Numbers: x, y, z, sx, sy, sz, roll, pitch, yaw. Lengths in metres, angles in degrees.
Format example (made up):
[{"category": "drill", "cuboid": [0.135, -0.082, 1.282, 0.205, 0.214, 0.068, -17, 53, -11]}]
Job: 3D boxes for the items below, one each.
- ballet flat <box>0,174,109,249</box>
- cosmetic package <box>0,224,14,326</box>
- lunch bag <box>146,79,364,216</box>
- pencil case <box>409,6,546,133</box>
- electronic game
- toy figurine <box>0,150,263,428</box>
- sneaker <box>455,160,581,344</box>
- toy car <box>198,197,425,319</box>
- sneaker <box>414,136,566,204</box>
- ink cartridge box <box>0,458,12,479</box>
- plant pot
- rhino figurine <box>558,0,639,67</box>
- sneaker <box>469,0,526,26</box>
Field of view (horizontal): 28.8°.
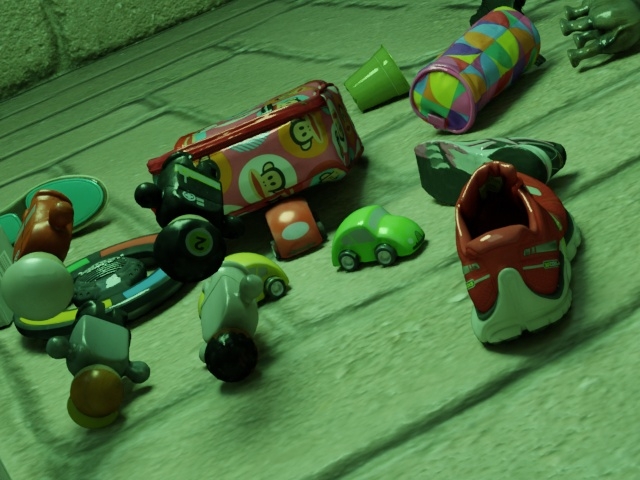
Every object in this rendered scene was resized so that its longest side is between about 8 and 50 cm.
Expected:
[{"category": "ballet flat", "cuboid": [-0.407, -0.028, 1.774, 0.248, 0.086, 0.086, -20, 19, 7]}, {"category": "cosmetic package", "cuboid": [-0.495, 0.076, 1.541, 0.238, 0.107, 0.127, -21, 19, 10]}, {"category": "lunch bag", "cuboid": [-0.089, -0.095, 1.507, 0.258, 0.120, 0.293, -22, 7, 10]}, {"category": "pencil case", "cuboid": [0.206, -0.221, 1.620, 0.104, 0.104, 0.236, -6, 22, 38]}, {"category": "electronic game", "cuboid": [-0.243, 0.048, 1.428, 0.229, 0.048, 0.229, -19, 19, 7]}, {"category": "toy figurine", "cuboid": [-0.159, 0.048, 1.106, 0.213, 0.209, 0.148, -14, 36, 2]}, {"category": "sneaker", "cuboid": [0.165, -0.020, 1.076, 0.107, 0.118, 0.279, -17, 20, 11]}, {"category": "toy car", "cuboid": [0.000, 0.000, 1.295, 0.225, 0.053, 0.239, -10, 22, 29]}, {"category": "sneaker", "cuboid": [0.183, -0.078, 1.320, 0.178, 0.072, 0.077, 10, 24, 43]}, {"category": "ink cartridge box", "cuboid": [-0.393, 0.143, 0.936, 0.226, 0.306, 0.131, -31, 21, -27]}, {"category": "plant pot", "cuboid": [0.079, -0.229, 1.812, 0.079, 0.083, 0.083, -33, 19, 3]}, {"category": "rhino figurine", "cuboid": [0.388, -0.304, 1.683, 0.106, 0.073, 0.243, -18, 18, 21]}, {"category": "sneaker", "cuboid": [0.279, -0.378, 1.968, 0.051, 0.089, 0.170, -27, 20, -15]}]
